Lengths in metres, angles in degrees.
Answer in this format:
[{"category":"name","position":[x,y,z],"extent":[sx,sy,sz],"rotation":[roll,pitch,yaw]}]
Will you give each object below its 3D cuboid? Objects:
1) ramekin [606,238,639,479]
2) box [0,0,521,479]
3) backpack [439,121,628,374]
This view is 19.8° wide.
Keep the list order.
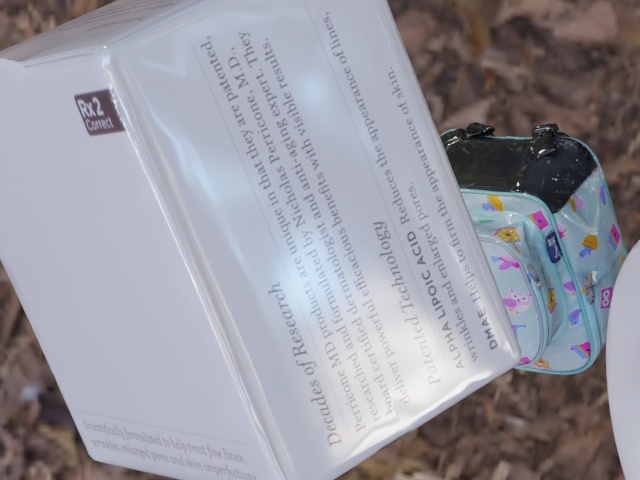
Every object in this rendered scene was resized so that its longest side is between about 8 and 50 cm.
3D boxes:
[{"category":"ramekin","position":[0.294,0.103,1.198],"extent":[0.135,0.277,0.277],"rotation":[-7,51,-15]},{"category":"box","position":[-0.043,-0.009,0.724],"extent":[0.119,0.181,0.181],"rotation":[-29,14,-28]},{"category":"backpack","position":[0.151,0.020,1.413],"extent":[0.166,0.188,0.144],"rotation":[3,47,42]}]
